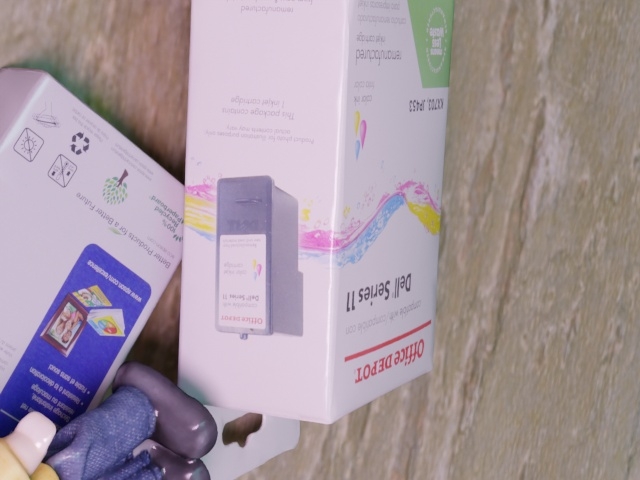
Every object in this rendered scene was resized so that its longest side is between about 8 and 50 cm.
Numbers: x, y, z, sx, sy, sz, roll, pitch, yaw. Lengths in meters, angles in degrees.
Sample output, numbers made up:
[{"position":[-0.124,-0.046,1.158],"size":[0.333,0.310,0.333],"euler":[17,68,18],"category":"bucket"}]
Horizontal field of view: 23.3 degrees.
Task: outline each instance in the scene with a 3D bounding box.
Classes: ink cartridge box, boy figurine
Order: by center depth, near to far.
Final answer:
[{"position":[-0.180,0.177,0.895],"size":[0.285,0.092,0.177],"euler":[-38,149,-46],"category":"boy figurine"},{"position":[-0.214,0.072,0.979],"size":[0.165,0.065,0.333],"euler":[42,68,-39],"category":"ink cartridge box"},{"position":[0.000,0.000,1.075],"size":[0.207,0.119,0.354],"euler":[-15,110,-65],"category":"ink cartridge box"}]
